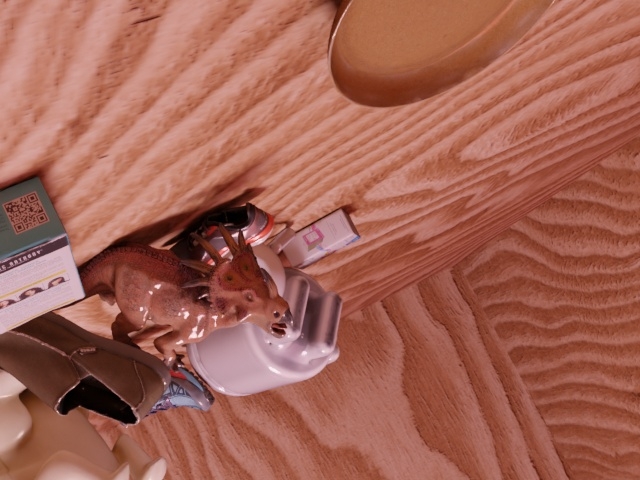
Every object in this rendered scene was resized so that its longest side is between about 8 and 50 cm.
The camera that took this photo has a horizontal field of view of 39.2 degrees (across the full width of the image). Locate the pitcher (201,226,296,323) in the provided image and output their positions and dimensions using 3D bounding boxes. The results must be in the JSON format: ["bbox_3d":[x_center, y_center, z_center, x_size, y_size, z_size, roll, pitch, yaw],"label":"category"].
[{"bbox_3d":[-0.100,0.042,1.359,0.178,0.125,0.207,-47,-178,-6],"label":"pitcher"}]

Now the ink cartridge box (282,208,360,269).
[{"bbox_3d":[0.000,0.000,1.547,0.122,0.052,0.088,-28,170,7],"label":"ink cartridge box"}]

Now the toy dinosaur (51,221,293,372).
[{"bbox_3d":[-0.183,0.054,1.088,0.295,0.127,0.200,12,140,-8],"label":"toy dinosaur"}]

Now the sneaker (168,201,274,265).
[{"bbox_3d":[-0.141,-0.011,1.159,0.158,0.061,0.065,-25,141,12],"label":"sneaker"}]

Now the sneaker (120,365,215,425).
[{"bbox_3d":[-0.315,0.294,1.653,0.262,0.104,0.125,6,-129,28],"label":"sneaker"}]

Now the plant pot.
[{"bbox_3d":[0.105,-0.201,0.744,0.236,0.032,0.236,-24,156,-11],"label":"plant pot"}]

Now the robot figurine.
[{"bbox_3d":[-0.109,0.168,1.609,0.300,0.200,0.353,31,147,-27],"label":"robot figurine"}]

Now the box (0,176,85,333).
[{"bbox_3d":[-0.291,0.023,0.862,0.100,0.060,0.244,-25,170,-17],"label":"box"}]

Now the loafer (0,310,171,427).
[{"bbox_3d":[-0.304,0.151,1.061,0.087,0.251,0.094,-79,-171,-47],"label":"loafer"}]

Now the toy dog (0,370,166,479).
[{"bbox_3d":[-0.453,0.425,1.471,0.395,0.408,0.284,-28,170,-1],"label":"toy dog"}]
